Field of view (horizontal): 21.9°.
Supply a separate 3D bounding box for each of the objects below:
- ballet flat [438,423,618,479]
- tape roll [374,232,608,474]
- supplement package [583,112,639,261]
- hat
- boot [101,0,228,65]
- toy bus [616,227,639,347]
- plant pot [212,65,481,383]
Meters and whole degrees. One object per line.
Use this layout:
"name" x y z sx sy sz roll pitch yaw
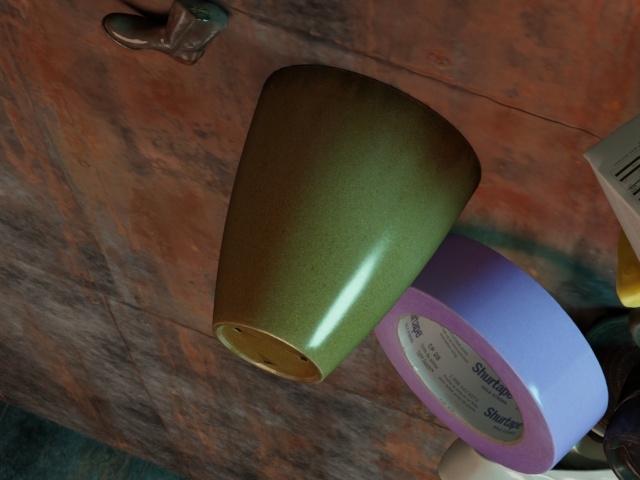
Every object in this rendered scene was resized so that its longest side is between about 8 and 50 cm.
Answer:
"ballet flat" 0.312 0.256 2.074 0.400 0.139 0.139 2 149 38
"tape roll" 0.179 0.124 1.798 0.275 0.090 0.275 40 158 19
"supplement package" 0.337 0.004 1.249 0.194 0.149 0.203 53 -178 -45
"hat" 0.410 0.225 1.785 0.331 0.134 0.331 20 143 16
"boot" -0.149 -0.209 1.573 0.106 0.037 0.114 16 164 -13
"toy bus" 0.395 0.042 1.441 0.211 0.149 0.220 -19 131 43
"plant pot" 0.000 0.000 1.605 0.237 0.254 0.237 22 158 9
